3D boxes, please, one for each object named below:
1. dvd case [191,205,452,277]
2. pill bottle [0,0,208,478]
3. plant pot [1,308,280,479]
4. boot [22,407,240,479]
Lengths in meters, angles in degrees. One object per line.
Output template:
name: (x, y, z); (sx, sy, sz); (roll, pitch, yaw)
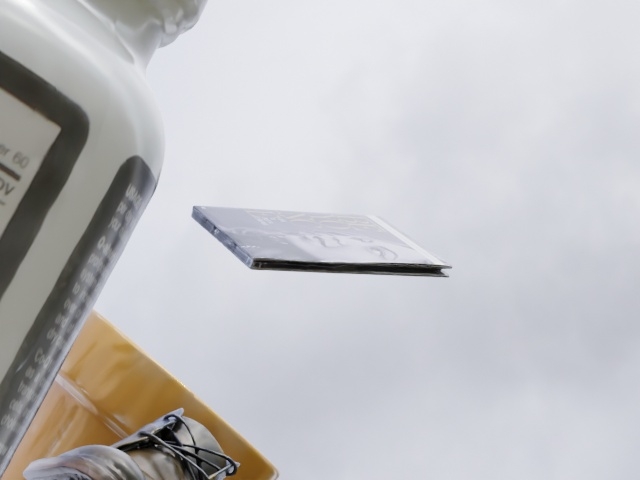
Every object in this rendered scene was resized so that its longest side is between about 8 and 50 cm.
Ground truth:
dvd case: (0.000, 0.000, 1.692); (0.221, 0.164, 0.018); (3, -73, -27)
pill bottle: (-0.146, -0.007, 0.515); (0.162, 0.162, 0.278); (42, -109, -49)
plant pot: (-0.168, 0.188, 1.315); (0.188, 0.205, 0.205); (-49, -39, -8)
boot: (-0.098, 0.122, 0.913); (0.106, 0.082, 0.219); (-45, -5, -20)
